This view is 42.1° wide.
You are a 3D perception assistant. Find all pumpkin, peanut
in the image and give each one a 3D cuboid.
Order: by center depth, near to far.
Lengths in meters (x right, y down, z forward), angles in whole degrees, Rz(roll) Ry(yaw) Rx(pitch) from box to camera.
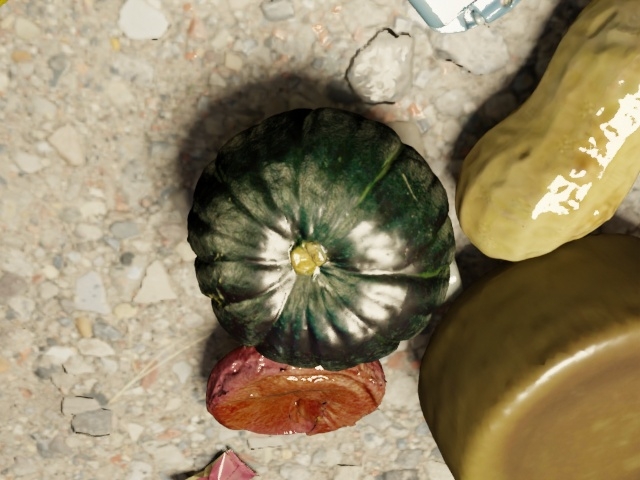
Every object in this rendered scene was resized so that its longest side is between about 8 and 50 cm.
[{"bbox_3d":[0.223,-0.101,0.669,0.130,0.130,0.290,26,116,-19],"label":"peanut"},{"bbox_3d":[0.000,0.000,0.680,0.221,0.162,0.220,2,101,9],"label":"pumpkin"}]

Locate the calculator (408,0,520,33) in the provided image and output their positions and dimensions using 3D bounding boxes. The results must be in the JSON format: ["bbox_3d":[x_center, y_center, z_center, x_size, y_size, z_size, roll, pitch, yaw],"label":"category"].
[{"bbox_3d":[0.084,-0.251,0.615,0.121,0.039,0.210,-39,116,16],"label":"calculator"}]

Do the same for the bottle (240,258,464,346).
[{"bbox_3d":[0.025,0.059,0.787,0.217,0.060,0.060,-18,121,5],"label":"bottle"}]

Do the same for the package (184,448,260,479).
[{"bbox_3d":[-0.116,0.267,0.921,0.083,0.029,0.059,-33,122,5],"label":"package"}]

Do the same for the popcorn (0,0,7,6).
[{"bbox_3d":[-0.279,-0.252,0.452,0.326,0.290,0.321,-37,117,-16],"label":"popcorn"}]

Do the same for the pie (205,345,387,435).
[{"bbox_3d":[-0.024,0.144,0.816,0.183,0.049,0.182,-4,147,-3],"label":"pie"}]

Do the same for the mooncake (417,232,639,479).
[{"bbox_3d":[0.235,0.127,0.773,0.285,0.155,0.284,-11,132,-13],"label":"mooncake"}]
